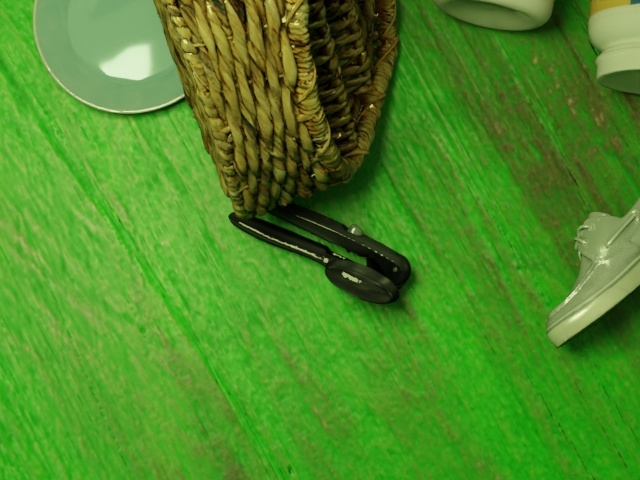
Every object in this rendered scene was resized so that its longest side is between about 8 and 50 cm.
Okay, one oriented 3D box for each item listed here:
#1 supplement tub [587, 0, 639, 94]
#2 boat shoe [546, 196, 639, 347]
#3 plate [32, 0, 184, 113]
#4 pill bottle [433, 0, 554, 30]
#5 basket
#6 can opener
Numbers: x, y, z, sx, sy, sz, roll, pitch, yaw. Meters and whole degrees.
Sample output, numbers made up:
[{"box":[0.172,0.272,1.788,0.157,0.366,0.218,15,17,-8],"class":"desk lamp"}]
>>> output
[{"box":[0.325,-0.244,1.281,0.144,0.144,0.199,5,85,0],"class":"supplement tub"},{"box":[0.282,0.005,1.299,0.227,0.079,0.081,-43,80,-10],"class":"boat shoe"},{"box":[-0.184,-0.214,1.335,0.188,0.024,0.188,0,85,-1],"class":"plate"},{"box":[0.181,-0.316,1.300,0.117,0.117,0.215,13,85,1],"class":"pill bottle"},{"box":[-0.018,-0.183,1.170,0.223,0.299,0.213,-20,49,-5],"class":"basket"},{"box":[0.000,0.000,1.303,0.186,0.073,0.059,30,93,11],"class":"can opener"}]
